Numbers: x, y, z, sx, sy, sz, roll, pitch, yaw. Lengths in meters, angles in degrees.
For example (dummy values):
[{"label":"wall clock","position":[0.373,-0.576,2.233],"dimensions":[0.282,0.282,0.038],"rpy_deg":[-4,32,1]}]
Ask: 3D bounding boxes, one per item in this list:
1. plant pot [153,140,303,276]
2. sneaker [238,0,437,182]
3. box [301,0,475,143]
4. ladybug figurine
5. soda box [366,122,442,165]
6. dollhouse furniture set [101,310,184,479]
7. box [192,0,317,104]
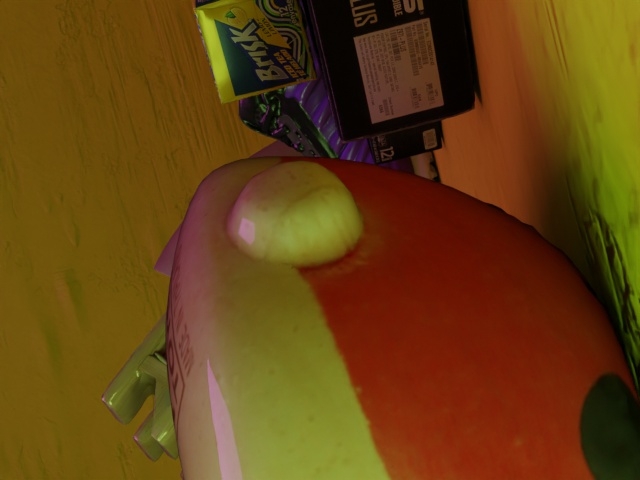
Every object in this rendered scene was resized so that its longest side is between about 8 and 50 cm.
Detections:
[{"label":"plant pot","position":[0.000,0.000,1.127],"dimensions":[0.284,0.284,0.191],"rpy_deg":[68,-134,-83]},{"label":"sneaker","position":[0.008,-0.103,0.937],"dimensions":[0.102,0.146,0.293],"rpy_deg":[-102,-2,-80]},{"label":"box","position":[0.020,-0.170,0.595],"dimensions":[0.147,0.077,0.180],"rpy_deg":[-104,-1,-52]},{"label":"ladybug figurine","position":[0.056,0.142,0.489],"dimensions":[0.305,0.161,0.449],"rpy_deg":[-103,-2,-46]},{"label":"soda box","position":[0.044,-0.136,0.772],"dimensions":[0.169,0.053,0.060],"rpy_deg":[75,-179,-46]},{"label":"dollhouse furniture set","position":[0.027,0.220,1.177],"dimensions":[0.362,0.256,0.394],"rpy_deg":[31,160,18]},{"label":"box","position":[-0.042,-0.145,0.629],"dimensions":[0.169,0.054,0.059],"rpy_deg":[-101,-3,-55]}]
